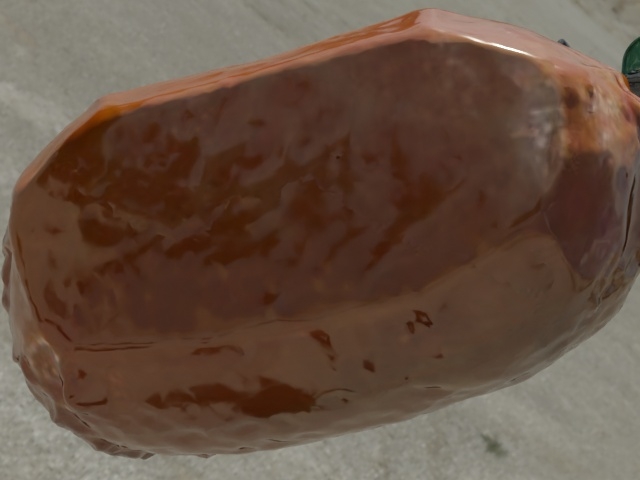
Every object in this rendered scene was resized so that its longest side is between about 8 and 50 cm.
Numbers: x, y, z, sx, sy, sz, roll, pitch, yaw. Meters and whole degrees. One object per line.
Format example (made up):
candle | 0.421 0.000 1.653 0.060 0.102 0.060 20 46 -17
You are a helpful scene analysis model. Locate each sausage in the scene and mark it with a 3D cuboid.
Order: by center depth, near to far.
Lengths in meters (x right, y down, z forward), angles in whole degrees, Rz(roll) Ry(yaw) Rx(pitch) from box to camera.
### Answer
sausage | 0.000 0.000 0.415 0.141 0.268 0.153 32 44 -70

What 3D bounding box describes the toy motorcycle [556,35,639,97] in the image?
toy motorcycle | 0.191 -0.067 0.504 0.173 0.100 0.058 4 91 -48
